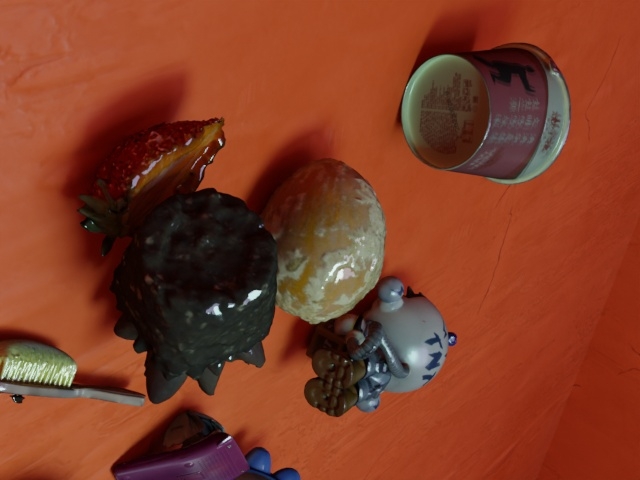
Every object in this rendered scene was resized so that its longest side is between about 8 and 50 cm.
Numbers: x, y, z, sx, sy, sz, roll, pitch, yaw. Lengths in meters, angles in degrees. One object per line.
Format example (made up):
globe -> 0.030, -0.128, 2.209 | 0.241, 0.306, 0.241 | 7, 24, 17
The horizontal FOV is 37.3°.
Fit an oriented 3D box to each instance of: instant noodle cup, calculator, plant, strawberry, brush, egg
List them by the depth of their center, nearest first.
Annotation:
strawberry -> -0.201, -0.077, 1.078 | 0.192, 0.085, 0.140 | -56, 161, 20
plant -> -0.157, 0.069, 1.135 | 0.181, 0.194, 0.321 | -23, 161, -26
brush -> -0.310, 0.169, 1.185 | 0.313, 0.072, 0.067 | 27, 81, -61
egg -> 0.000, 0.000, 1.348 | 0.195, 0.195, 0.233 | -10, 107, -52
calculator -> -0.209, 0.352, 1.441 | 0.190, 0.034, 0.127 | -17, 142, 0
instant noodle cup -> 0.251, -0.203, 1.507 | 0.178, 0.235, 0.235 | -5, 123, -42

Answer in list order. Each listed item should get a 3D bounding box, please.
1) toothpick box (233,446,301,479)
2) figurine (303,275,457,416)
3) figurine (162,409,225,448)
toothpick box -> -0.157, 0.524, 1.592 | 0.355, 0.263, 0.263 | -52, 150, -10
figurine -> 0.100, 0.201, 1.699 | 0.382, 0.186, 0.261 | -15, 136, -55
figurine -> -0.190, 0.306, 1.467 | 0.086, 0.094, 0.082 | 52, 31, -29
